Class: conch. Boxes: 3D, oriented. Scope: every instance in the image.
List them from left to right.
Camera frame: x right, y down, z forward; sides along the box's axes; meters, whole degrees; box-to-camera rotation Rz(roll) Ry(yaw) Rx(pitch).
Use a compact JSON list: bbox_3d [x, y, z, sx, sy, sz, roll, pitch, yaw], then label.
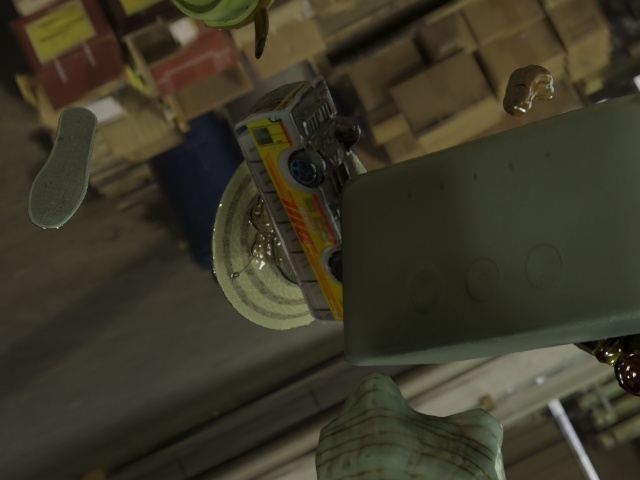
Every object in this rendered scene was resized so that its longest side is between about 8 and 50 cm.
[{"bbox_3d":[0.073,0.195,1.042,0.170,0.203,0.386,-33,-179,-6],"label":"conch"}]

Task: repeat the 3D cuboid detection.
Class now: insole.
[{"bbox_3d":[-0.377,-0.110,2.103,0.080,0.232,0.003,17,145,-9],"label":"insole"}]

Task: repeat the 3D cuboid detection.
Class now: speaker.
[{"bbox_3d":[0.199,0.001,1.289,0.183,0.184,0.406,2,168,-44],"label":"speaker"}]

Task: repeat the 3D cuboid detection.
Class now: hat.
[{"bbox_3d":[0.000,0.000,1.692,0.252,0.252,0.110,-18,-159,-32],"label":"hat"}]

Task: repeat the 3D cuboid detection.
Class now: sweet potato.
[{"bbox_3d":[0.271,-0.201,1.869,0.054,0.053,0.182,-60,168,26],"label":"sweet potato"}]

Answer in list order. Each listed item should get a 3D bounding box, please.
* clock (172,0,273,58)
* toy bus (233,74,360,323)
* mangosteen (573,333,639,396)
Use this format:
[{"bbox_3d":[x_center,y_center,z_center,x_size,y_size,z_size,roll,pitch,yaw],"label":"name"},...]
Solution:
[{"bbox_3d":[-0.099,-0.295,1.452,0.069,0.232,0.170,-12,141,-41],"label":"clock"},{"bbox_3d":[0.000,-0.038,1.489,0.106,0.268,0.092,-3,-148,35],"label":"toy bus"},{"bbox_3d":[0.327,0.058,1.469,0.231,0.231,0.289,-37,-160,43],"label":"mangosteen"}]
